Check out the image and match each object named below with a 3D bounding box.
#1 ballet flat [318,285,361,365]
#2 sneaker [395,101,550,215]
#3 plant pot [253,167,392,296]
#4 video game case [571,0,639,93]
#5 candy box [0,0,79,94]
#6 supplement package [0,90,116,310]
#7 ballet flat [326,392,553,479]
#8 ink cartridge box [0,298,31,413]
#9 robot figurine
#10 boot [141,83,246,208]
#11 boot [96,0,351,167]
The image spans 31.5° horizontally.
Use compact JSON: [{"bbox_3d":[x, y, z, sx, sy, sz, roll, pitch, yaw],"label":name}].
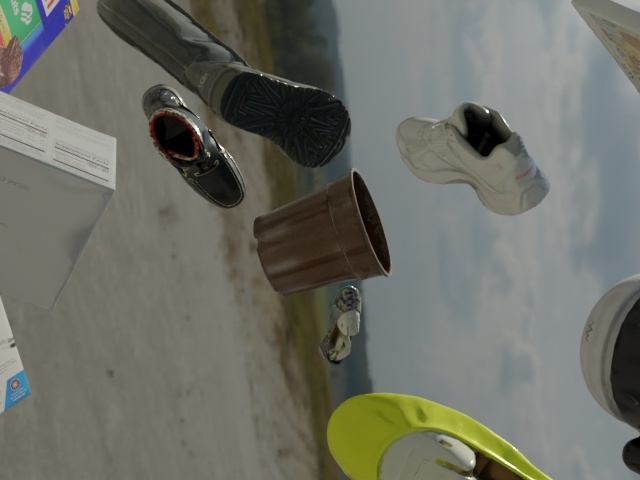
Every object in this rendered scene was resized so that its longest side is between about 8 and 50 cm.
[{"bbox_3d":[0.028,0.104,1.324,0.041,0.041,0.114,-94,-164,-49],"label":"ballet flat"},{"bbox_3d":[0.168,-0.120,1.314,0.232,0.090,0.115,27,-32,47],"label":"sneaker"},{"bbox_3d":[0.000,0.000,1.650,0.167,0.165,0.167,-19,90,-79],"label":"plant pot"},{"bbox_3d":[0.411,-0.190,1.303,0.206,0.026,0.227,38,3,-40],"label":"video game case"},{"bbox_3d":[-0.494,-0.365,1.639,0.268,0.122,0.317,83,22,-44],"label":"candy box"},{"bbox_3d":[-0.417,-0.066,1.421,0.204,0.262,0.145,-57,-157,25],"label":"supplement package"},{"bbox_3d":[0.107,0.165,0.716,0.077,0.231,0.077,-62,172,2],"label":"ballet flat"},{"bbox_3d":[-0.574,0.189,1.842,0.148,0.086,0.203,-35,112,-60],"label":"ink cartridge box"},{"bbox_3d":[0.392,0.129,1.129,0.278,0.209,0.173,18,-45,54],"label":"robot figurine"},{"bbox_3d":[-0.195,-0.126,1.756,0.236,0.085,0.178,54,3,-19],"label":"boot"},{"bbox_3d":[-0.090,-0.154,1.053,0.190,0.208,0.076,27,94,-48],"label":"boot"}]
